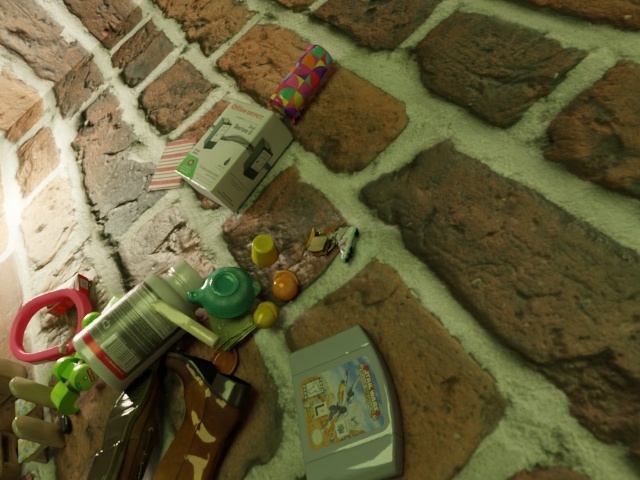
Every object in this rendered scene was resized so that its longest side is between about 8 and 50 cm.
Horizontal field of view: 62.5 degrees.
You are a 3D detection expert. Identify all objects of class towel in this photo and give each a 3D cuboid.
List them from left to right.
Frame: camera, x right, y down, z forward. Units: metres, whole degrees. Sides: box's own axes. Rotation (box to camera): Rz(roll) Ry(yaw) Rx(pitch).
[{"bbox_3d":[-0.483,-0.252,1.756,0.144,0.029,0.197,-1,63,32],"label":"towel"},{"bbox_3d":[-0.216,0.190,1.278,0.110,0.027,0.148,-37,45,0],"label":"towel"}]

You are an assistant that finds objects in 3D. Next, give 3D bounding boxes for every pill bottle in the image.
[{"bbox_3d":[-0.419,0.197,1.295,0.318,0.176,0.176,-43,45,-18],"label":"pill bottle"}]

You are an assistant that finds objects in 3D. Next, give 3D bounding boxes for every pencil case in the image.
[{"bbox_3d":[-0.056,-0.467,1.573,0.104,0.104,0.236,25,78,41],"label":"pencil case"}]

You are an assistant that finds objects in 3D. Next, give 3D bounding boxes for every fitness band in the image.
[{"bbox_3d":[-0.810,0.255,1.579,0.291,0.054,0.209,-17,66,18],"label":"fitness band"}]

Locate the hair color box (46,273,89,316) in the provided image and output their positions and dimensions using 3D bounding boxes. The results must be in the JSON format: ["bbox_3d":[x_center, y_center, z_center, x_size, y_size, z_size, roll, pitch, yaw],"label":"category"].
[{"bbox_3d":[-0.797,0.173,1.665,0.141,0.043,0.072,-34,49,11],"label":"hair color box"}]

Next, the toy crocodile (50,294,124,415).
[{"bbox_3d":[-0.610,0.302,1.430,0.115,0.105,0.340,6,60,36],"label":"toy crocodile"}]

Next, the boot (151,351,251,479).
[{"bbox_3d":[-0.297,0.408,1.167,0.264,0.096,0.280,18,81,29],"label":"boot"}]

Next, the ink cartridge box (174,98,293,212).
[{"bbox_3d":[-0.251,-0.253,1.537,0.211,0.121,0.289,29,78,41],"label":"ink cartridge box"}]

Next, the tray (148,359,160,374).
[{"bbox_3d":[-0.466,0.243,1.412,0.145,0.030,0.270,-8,57,30],"label":"tray"}]

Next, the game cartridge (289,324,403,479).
[{"bbox_3d":[0.049,0.316,1.015,0.198,0.062,0.297,-29,49,19],"label":"game cartridge"}]

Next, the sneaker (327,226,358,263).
[{"bbox_3d":[0.045,0.009,1.224,0.069,0.038,0.098,5,54,23],"label":"sneaker"}]

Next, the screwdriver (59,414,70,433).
[{"bbox_3d":[-0.696,0.455,1.433,0.025,0.024,0.170,-18,38,-16],"label":"screwdriver"}]

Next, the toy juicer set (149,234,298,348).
[{"bbox_3d":[-0.198,0.145,1.233,0.329,0.089,0.209,-33,66,-17],"label":"toy juicer set"}]

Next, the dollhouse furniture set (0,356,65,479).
[{"bbox_3d":[-0.937,0.485,1.405,0.362,0.256,0.394,-41,47,3],"label":"dollhouse furniture set"}]

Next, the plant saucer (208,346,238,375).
[{"bbox_3d":[-0.228,0.288,1.238,0.083,0.013,0.083,-17,52,24],"label":"plant saucer"}]

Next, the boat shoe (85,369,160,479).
[{"bbox_3d":[-0.427,0.447,1.206,0.110,0.104,0.307,-26,32,29],"label":"boat shoe"}]

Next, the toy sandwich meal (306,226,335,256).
[{"bbox_3d":[0.000,0.000,1.269,0.085,0.029,0.085,-17,53,23],"label":"toy sandwich meal"}]
